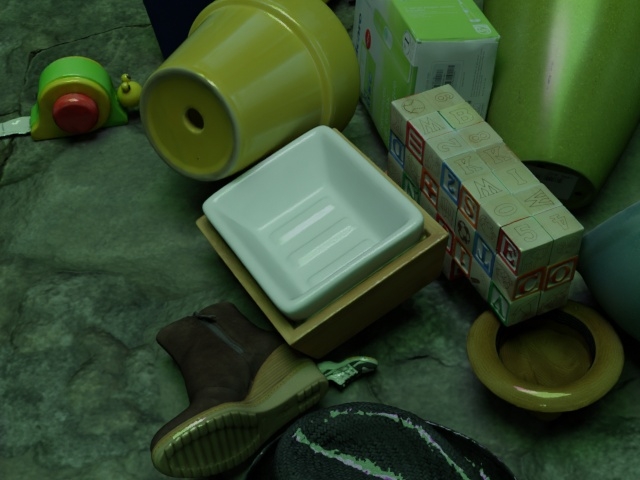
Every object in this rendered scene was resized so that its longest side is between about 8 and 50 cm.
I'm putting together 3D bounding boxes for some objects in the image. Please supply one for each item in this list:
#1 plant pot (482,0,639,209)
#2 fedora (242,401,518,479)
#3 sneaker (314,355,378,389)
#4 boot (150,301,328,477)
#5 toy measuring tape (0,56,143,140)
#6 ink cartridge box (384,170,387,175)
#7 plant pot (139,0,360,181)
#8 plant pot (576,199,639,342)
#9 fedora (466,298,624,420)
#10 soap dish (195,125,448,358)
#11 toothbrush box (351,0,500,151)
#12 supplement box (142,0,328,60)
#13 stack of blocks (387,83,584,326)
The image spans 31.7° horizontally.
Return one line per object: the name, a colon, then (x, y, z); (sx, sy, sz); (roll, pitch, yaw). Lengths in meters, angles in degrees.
plant pot: (0.331, -0.202, 1.547); (0.275, 0.275, 0.293); (10, 66, 15)
fedora: (0.062, 0.275, 1.181); (0.334, 0.152, 0.334); (-3, 47, 4)
sneaker: (0.030, 0.165, 1.375); (0.083, 0.032, 0.037); (-10, 60, 3)
boot: (-0.138, 0.170, 1.335); (0.248, 0.090, 0.207); (-23, 38, -35)
toy measuring tape: (-0.435, -0.214, 1.718); (0.330, 0.121, 0.121); (-8, 47, -1)
ink cartridge box: (0.153, -0.042, 1.541); (0.179, 0.045, 0.145); (27, 55, 30)
plant pot: (-0.109, -0.201, 1.539); (0.254, 0.254, 0.239); (20, 36, 23)
plant pot: (0.460, 0.039, 1.298); (0.293, 0.293, 0.196); (-20, 75, -13)
fedora: (0.262, 0.147, 1.327); (0.194, 0.079, 0.194); (-4, 38, 3)
soap dish: (0.000, 0.000, 1.420); (0.229, 0.118, 0.291); (-34, 43, -7)
toothbrush box: (0.138, -0.260, 1.601); (0.122, 0.206, 0.283); (-4, 38, -12)
supplement box: (-0.107, -0.452, 1.831); (0.195, 0.194, 0.356); (14, 50, 30)
stack of blocks: (0.191, -0.035, 1.390); (0.087, 0.171, 0.297); (-19, 48, -18)
